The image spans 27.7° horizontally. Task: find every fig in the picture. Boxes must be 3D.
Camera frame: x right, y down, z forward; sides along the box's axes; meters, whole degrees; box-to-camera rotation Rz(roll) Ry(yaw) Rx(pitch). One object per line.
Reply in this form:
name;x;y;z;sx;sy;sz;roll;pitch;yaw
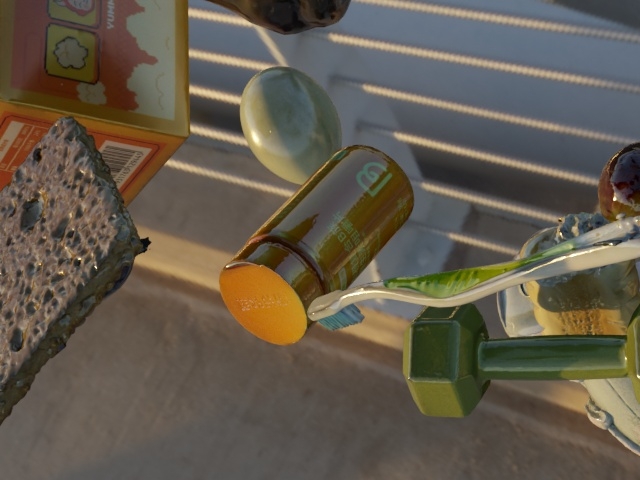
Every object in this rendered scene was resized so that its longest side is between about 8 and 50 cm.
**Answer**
fig;0.379;-0.048;1.561;0.103;0.155;0.109;23;51;6

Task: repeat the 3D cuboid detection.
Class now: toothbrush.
toothbrush;0.072;0.019;0.671;0.263;0.026;0.022;-20;34;54

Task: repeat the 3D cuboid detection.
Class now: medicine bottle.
medicine bottle;0.000;0.000;1.174;0.096;0.096;0.192;9;40;34

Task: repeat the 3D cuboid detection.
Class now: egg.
egg;-0.034;-0.137;1.561;0.114;0.114;0.152;-32;96;13

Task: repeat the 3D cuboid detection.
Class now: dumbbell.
dumbbell;0.234;0.116;1.284;0.302;0.121;0.108;-4;107;22

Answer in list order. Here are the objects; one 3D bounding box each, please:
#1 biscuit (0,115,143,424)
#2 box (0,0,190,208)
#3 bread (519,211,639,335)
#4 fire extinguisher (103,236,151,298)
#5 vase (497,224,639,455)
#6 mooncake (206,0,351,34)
biscuit;-0.188;0.045;0.741;0.231;0.025;0.131;-48;44;15
box;-0.284;-0.177;1.360;0.283;0.213;0.260;-38;50;53
bread;0.279;0.055;1.371;0.119;0.177;0.084;-4;31;23
fire extinguisher;-0.180;0.014;1.055;0.099;0.231;0.071;-22;89;-11
vase;0.453;0.158;1.864;0.250;0.445;0.250;-38;32;29
mooncake;-0.039;-0.334;0.957;0.212;0.381;0.351;24;98;16
